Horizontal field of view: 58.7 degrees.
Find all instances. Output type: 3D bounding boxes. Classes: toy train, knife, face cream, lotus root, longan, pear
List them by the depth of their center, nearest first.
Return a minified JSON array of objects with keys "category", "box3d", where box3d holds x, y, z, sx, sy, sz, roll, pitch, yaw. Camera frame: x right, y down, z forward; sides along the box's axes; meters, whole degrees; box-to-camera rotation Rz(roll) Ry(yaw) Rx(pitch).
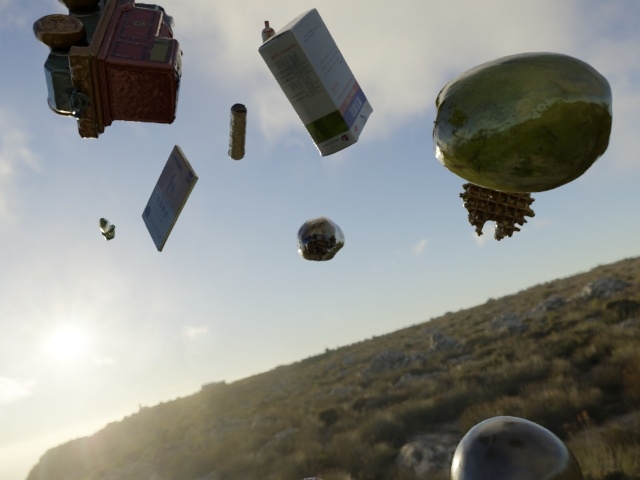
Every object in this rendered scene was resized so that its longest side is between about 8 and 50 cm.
[{"category":"toy train","box3d":[-0.358,-0.323,1.001,0.231,0.369,0.163,5,-45,-12]},{"category":"pear","box3d":[0.353,-0.212,1.015,0.307,0.253,0.253,6,-5,16]},{"category":"longan","box3d":[0.370,0.463,1.082,0.258,0.258,0.258,-15,-11,-3]},{"category":"lotus root","box3d":[0.000,0.000,1.372,0.110,0.097,0.258,-50,-12,4]},{"category":"face cream","box3d":[-0.140,-0.553,1.547,0.040,0.083,0.021,-11,8,-5]},{"category":"knife","box3d":[-0.602,-0.032,1.615,0.043,0.020,0.293,-36,1,-20]}]

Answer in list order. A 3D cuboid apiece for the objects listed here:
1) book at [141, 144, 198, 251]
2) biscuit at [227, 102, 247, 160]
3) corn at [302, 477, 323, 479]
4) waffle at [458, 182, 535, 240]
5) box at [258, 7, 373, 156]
[{"category":"book","box3d":[-0.287,-0.080,1.075,0.012,0.118,0.172,11,-60,-42]},{"category":"biscuit","box3d":[-0.265,-0.345,1.810,0.061,0.055,0.219,15,-39,2]},{"category":"corn","box3d":[0.055,0.616,1.301,0.289,0.098,0.098,-2,1,42]},{"category":"waffle","box3d":[0.530,-0.119,1.707,0.228,0.232,0.051,-30,9,-9]},{"category":"box","box3d":[-0.002,-0.384,1.381,0.106,0.299,0.200,-21,25,30]}]
